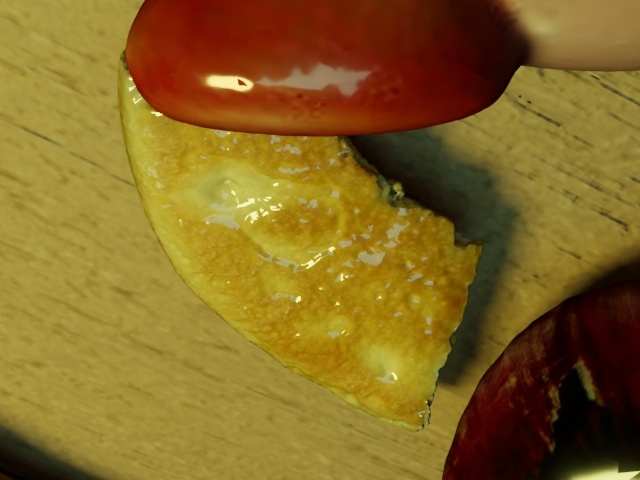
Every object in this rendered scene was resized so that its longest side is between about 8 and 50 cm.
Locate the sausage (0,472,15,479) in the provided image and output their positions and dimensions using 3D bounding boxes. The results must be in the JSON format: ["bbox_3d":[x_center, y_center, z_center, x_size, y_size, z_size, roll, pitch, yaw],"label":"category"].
[{"bbox_3d":[-0.137,0.185,0.824,0.302,0.076,0.103,16,116,-13],"label":"sausage"}]

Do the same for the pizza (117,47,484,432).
[{"bbox_3d":[-0.007,0.000,0.708,0.134,0.056,0.271,-37,116,25],"label":"pizza"}]

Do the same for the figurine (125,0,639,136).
[{"bbox_3d":[0.099,-0.149,0.474,0.211,0.269,0.261,24,114,11],"label":"figurine"}]

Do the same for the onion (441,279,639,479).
[{"bbox_3d":[0.185,0.159,0.693,0.273,0.285,0.273,7,112,19],"label":"onion"}]
